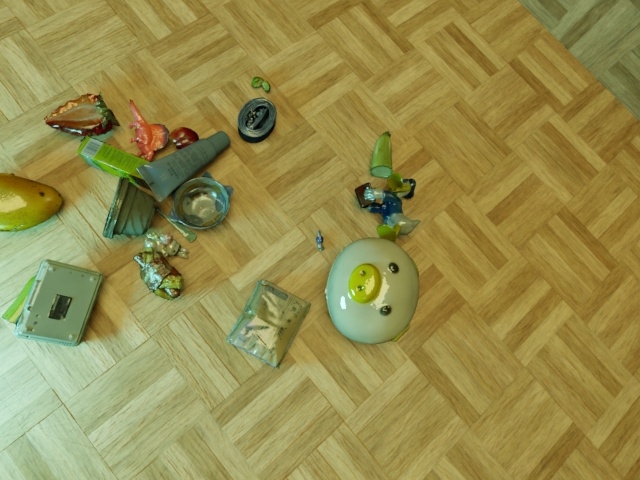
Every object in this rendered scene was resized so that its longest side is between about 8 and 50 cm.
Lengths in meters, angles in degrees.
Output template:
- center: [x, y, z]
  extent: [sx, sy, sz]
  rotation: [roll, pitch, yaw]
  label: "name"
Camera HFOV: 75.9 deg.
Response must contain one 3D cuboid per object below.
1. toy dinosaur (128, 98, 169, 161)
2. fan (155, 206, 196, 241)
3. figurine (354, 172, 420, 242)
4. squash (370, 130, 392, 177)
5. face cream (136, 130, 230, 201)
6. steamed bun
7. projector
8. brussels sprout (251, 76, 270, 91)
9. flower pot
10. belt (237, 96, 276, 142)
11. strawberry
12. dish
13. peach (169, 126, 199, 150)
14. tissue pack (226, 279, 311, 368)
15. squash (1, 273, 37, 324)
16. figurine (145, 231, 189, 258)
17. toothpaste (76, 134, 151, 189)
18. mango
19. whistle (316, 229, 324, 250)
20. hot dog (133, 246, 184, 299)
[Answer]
- center: [-0.664, -0.439, 1.595]
  extent: [0.139, 0.070, 0.285]
  rotation: [-12, 76, 0]
  label: "toy dinosaur"
- center: [-0.549, -0.063, 1.552]
  extent: [0.193, 0.016, 0.038]
  rotation: [39, 70, 2]
  label: "fan"
- center: [0.272, -0.141, 1.644]
  extent: [0.284, 0.204, 0.338]
  rotation: [35, 61, 9]
  label: "figurine"
- center: [0.268, -0.375, 1.731]
  extent: [0.095, 0.094, 0.224]
  rotation: [13, 65, -5]
  label: "squash"
- center: [-0.488, -0.299, 1.527]
  extent: [0.385, 0.086, 0.135]
  rotation: [-47, 119, -38]
  label: "face cream"
- center: [0.185, 0.175, 1.446]
  extent: [0.334, 0.334, 0.373]
  rotation: [13, 79, -5]
  label: "steamed bun"
- center: [-0.857, 0.206, 1.351]
  extent: [0.192, 0.099, 0.256]
  rotation: [22, 71, -32]
  label: "projector"
- center: [-0.251, -0.665, 1.746]
  extent: [0.084, 0.046, 0.050]
  rotation: [23, 69, -12]
  label: "brussels sprout"
- center: [-0.672, -0.102, 1.457]
  extent: [0.141, 0.236, 0.235]
  rotation: [19, 72, -26]
  label: "flower pot"
- center: [-0.257, -0.494, 1.675]
  extent: [0.142, 0.082, 0.190]
  rotation: [35, 74, -4]
  label: "belt"
- center: [-0.902, -0.447, 1.561]
  extent: [0.228, 0.098, 0.174]
  rotation: [-29, 80, -11]
  label: "strawberry"
- center: [-0.444, -0.140, 1.551]
  extent: [0.237, 0.086, 0.227]
  rotation: [-4, 75, -9]
  label: "dish"
- center: [-0.530, -0.399, 1.605]
  extent: [0.101, 0.100, 0.100]
  rotation: [2, 75, -8]
  label: "peach"
- center: [-0.183, 0.289, 1.456]
  extent: [0.215, 0.123, 0.256]
  rotation: [29, 74, -2]
  label: "tissue pack"
- center: [-0.966, 0.194, 1.384]
  extent: [0.095, 0.095, 0.187]
  rotation: [26, 69, -1]
  label: "squash"
- center: [-0.554, 0.019, 1.485]
  extent: [0.146, 0.098, 0.081]
  rotation: [10, 61, -4]
  label: "figurine"
- center: [-0.725, -0.277, 1.533]
  extent: [0.328, 0.110, 0.077]
  rotation: [23, 71, -2]
  label: "toothpaste"
- center: [-1.064, -0.124, 1.425]
  extent: [0.291, 0.160, 0.190]
  rotation: [-5, 69, -20]
  label: "mango"
- center: [0.000, 0.000, 1.610]
  extent: [0.033, 0.029, 0.083]
  rotation: [2, 77, -46]
  label: "whistle"
- center: [-0.570, 0.122, 1.436]
  extent: [0.213, 0.146, 0.103]
  rotation: [39, 47, 7]
  label: "hot dog"
